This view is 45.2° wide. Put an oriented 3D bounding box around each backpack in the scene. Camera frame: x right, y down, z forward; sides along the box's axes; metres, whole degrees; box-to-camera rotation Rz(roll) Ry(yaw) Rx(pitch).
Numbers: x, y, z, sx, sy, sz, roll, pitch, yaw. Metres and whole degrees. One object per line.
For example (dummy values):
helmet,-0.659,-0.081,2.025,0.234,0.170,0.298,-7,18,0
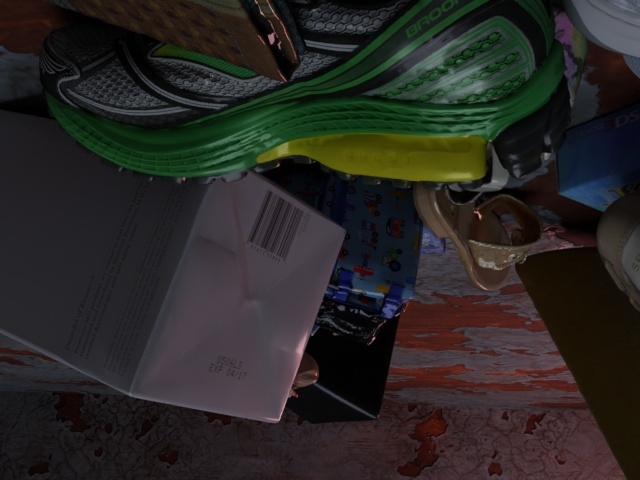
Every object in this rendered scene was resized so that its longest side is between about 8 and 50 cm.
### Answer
backpack,0.000,0.000,0.744,0.173,0.158,0.117,19,151,-8

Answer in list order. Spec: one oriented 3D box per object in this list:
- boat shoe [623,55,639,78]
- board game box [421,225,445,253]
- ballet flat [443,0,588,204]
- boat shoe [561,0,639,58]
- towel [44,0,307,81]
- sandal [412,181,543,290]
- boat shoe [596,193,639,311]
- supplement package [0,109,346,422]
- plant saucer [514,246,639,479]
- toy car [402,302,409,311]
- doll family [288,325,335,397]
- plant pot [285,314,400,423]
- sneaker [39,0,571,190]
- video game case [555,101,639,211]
boat shoe,0.296,-0.110,0.440,0.226,0.076,0.083,23,157,32
board game box,0.095,-0.005,0.901,0.090,0.020,0.090,-2,160,18
ballet flat,0.136,-0.082,0.567,0.077,0.079,0.221,6,161,-5
boat shoe,0.271,-0.136,0.328,0.320,0.118,0.103,7,167,13
towel,-0.162,-0.186,0.244,0.271,0.040,0.370,23,170,19
sandal,0.179,-0.009,0.767,0.079,0.088,0.240,-2,157,35
boat shoe,0.302,0.021,0.649,0.098,0.109,0.302,37,-168,30
supplement package,-0.163,0.015,0.645,0.293,0.175,0.177,14,171,34
plant saucer,0.411,0.127,0.802,0.333,0.332,0.081,9,129,-22
toy car,0.094,0.067,1.127,0.040,0.060,0.122,-35,-162,-23
doll family,-0.035,0.047,0.833,0.163,0.263,0.118,18,124,-10
plant pot,-0.006,0.180,1.252,0.167,0.187,0.188,29,152,-28
sneaker,-0.032,-0.124,0.457,0.344,0.134,0.146,2,127,26
video game case,0.372,-0.064,0.607,0.244,0.061,0.269,17,158,-32
